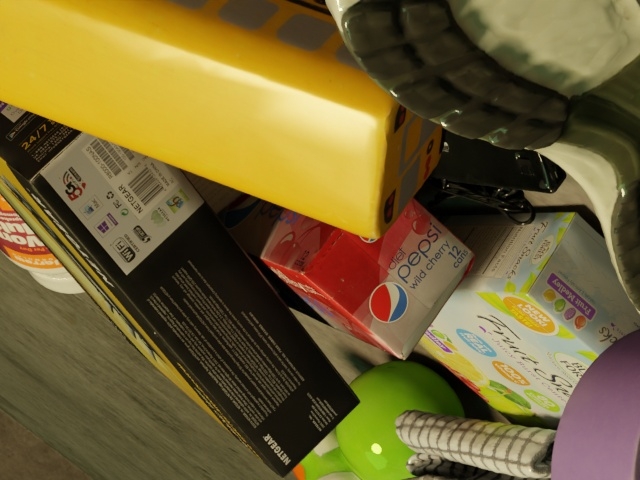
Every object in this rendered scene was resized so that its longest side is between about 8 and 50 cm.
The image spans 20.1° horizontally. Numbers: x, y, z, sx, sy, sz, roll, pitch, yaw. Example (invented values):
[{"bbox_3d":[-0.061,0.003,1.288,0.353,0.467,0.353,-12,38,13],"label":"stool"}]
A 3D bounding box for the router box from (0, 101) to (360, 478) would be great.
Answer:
[{"bbox_3d":[-0.131,-0.004,1.218,0.243,0.081,0.309,34,164,52],"label":"router box"}]

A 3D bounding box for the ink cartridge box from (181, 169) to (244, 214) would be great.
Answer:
[{"bbox_3d":[-0.158,-0.128,1.211,0.206,0.045,0.208,36,165,42],"label":"ink cartridge box"}]

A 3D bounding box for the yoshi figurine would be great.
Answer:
[{"bbox_3d":[0.101,0.247,1.492,0.362,0.203,0.203,53,-176,17],"label":"yoshi figurine"}]

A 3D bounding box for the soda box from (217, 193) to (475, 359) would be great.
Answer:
[{"bbox_3d":[0.000,0.000,1.201,0.092,0.083,0.263,41,172,-20],"label":"soda box"}]

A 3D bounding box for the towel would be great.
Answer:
[{"bbox_3d":[0.205,0.225,1.335,0.283,0.121,0.235,22,169,-25],"label":"towel"}]

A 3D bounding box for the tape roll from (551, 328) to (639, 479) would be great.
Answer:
[{"bbox_3d":[0.235,0.141,1.065,0.189,0.189,0.080,41,160,-19],"label":"tape roll"}]

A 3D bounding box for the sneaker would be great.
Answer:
[{"bbox_3d":[0.133,-0.102,0.782,0.410,0.158,0.182,37,-155,-45],"label":"sneaker"}]

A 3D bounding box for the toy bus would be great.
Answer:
[{"bbox_3d":[-0.089,-0.121,0.981,0.332,0.130,0.108,21,134,17],"label":"toy bus"}]

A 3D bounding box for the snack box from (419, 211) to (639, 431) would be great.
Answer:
[{"bbox_3d":[0.146,0.058,1.194,0.174,0.070,0.207,40,160,-23],"label":"snack box"}]

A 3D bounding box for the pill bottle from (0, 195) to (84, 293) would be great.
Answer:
[{"bbox_3d":[-0.227,-0.046,1.484,0.121,0.121,0.221,27,160,20],"label":"pill bottle"}]

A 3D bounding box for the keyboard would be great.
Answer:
[{"bbox_3d":[0.077,-0.066,1.085,0.192,0.038,0.100,12,129,51],"label":"keyboard"}]
